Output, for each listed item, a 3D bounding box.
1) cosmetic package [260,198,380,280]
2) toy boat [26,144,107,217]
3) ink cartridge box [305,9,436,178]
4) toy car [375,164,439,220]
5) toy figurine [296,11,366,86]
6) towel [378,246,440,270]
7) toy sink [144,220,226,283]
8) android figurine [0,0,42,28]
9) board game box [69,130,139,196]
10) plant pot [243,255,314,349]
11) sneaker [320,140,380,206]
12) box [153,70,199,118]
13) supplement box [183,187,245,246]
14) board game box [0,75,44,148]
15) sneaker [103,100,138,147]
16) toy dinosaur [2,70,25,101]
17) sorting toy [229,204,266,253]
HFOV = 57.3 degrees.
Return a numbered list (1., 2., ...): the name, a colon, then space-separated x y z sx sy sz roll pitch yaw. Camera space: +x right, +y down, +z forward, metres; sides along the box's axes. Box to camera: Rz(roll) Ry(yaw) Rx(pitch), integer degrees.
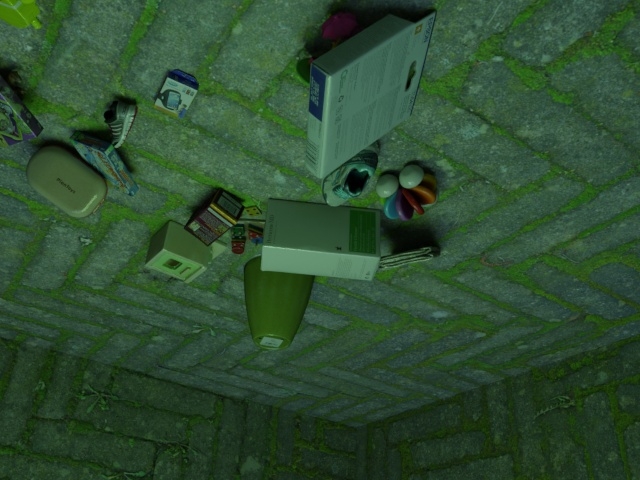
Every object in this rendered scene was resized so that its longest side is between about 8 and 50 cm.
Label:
1. cosmetic package: 0.000 0.000 1.883 0.366 0.197 0.155 5 146 -5
2. toy boat: -0.745 -0.181 1.739 0.231 0.151 0.151 41 93 -17
3. ink cartridge box: 0.106 -0.339 1.345 0.071 0.330 0.324 41 153 21
4. toy car: 0.257 -0.123 1.722 0.182 0.136 0.159 -19 141 31
5. toy figurine: 0.050 -0.431 1.314 0.173 0.130 0.159 -5 143 -29
6. towel: 0.300 0.059 1.957 0.187 0.049 0.282 -12 176 17
7. toy sink: -0.471 0.055 2.067 0.234 0.131 0.153 26 141 -31
8. android figurine: -0.671 -0.528 1.170 0.248 0.056 0.273 24 165 25
9. board game box: -0.623 -0.220 1.701 0.136 0.035 0.201 20 152 21
10. plant pot: -0.165 0.247 2.184 0.275 0.293 0.274 2 147 1
11. sneaker: 0.074 -0.168 1.683 0.110 0.122 0.283 15 145 -16
12. box: -0.367 -0.374 1.498 0.081 0.028 0.136 20 145 -23
13. supplement box: -0.342 -0.072 1.887 0.104 0.080 0.188 39 135 -19
14. board game box: -0.882 -0.380 1.450 0.208 0.056 0.347 -8 132 24
15. sneaker: -0.547 -0.316 1.574 0.075 0.063 0.170 25 143 -18
16. toy dinosaur: -0.828 -0.388 1.506 0.212 0.064 0.112 -10 132 20
17. sorting toy: -0.249 -0.023 2.005 0.132 0.046 0.274 3 146 0
